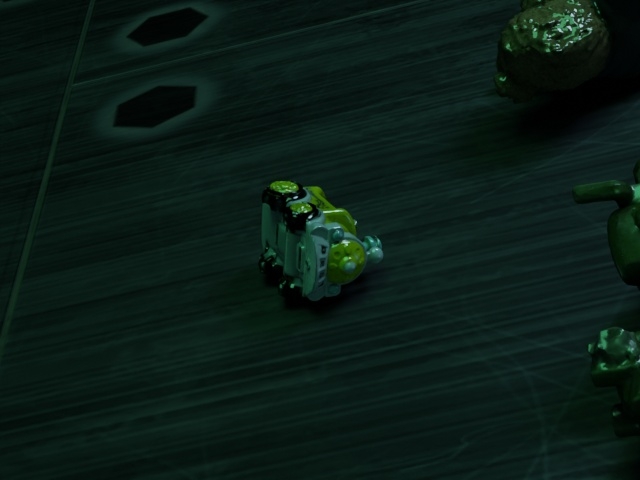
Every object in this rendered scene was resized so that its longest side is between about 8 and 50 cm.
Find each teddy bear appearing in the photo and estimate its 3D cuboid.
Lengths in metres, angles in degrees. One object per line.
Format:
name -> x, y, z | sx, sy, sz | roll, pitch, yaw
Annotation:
teddy bear -> 0.247, -0.195, 1.260 | 0.129, 0.182, 0.251 | 38, 51, 11

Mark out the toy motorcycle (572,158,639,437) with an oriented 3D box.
toy motorcycle -> 0.260, 0.037, 0.857 | 0.205, 0.127, 0.275 | -11, 33, 22

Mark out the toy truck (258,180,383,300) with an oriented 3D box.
toy truck -> 0.000, 0.000, 1.112 | 0.077, 0.076, 0.111 | -6, 26, -23
